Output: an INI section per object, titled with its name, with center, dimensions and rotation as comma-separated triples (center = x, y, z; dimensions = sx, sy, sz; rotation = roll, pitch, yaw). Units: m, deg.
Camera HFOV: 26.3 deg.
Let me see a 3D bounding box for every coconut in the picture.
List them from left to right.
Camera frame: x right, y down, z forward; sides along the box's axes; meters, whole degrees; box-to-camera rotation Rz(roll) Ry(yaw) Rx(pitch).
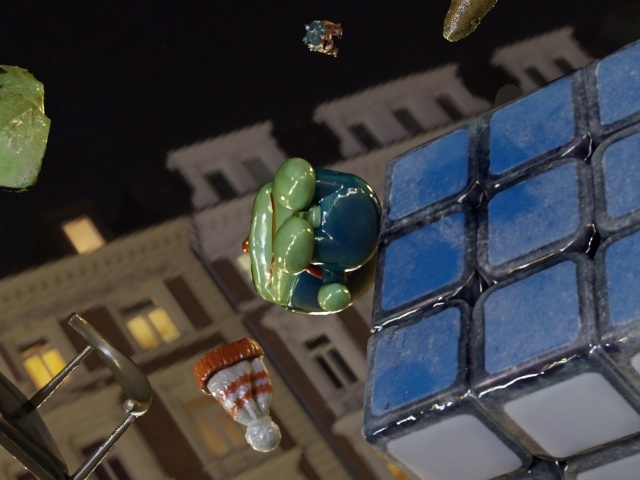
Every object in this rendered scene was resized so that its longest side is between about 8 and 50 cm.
[coconut]
center = -0.270, -0.093, 1.063
dimensions = 0.133, 0.158, 0.055
rotation = -18, -50, -21

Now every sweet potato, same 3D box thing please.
[sweet potato]
center = 0.214, -0.413, 1.889
dimensions = 0.098, 0.310, 0.124
rotation = 13, -41, -11

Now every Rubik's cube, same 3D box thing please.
[Rubik's cube]
center = 0.241, 0.068, 1.072
dimensions = 0.301, 0.305, 0.304
rotation = -24, -50, 30

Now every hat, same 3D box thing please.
[hat]
center = -0.107, 0.232, 2.009
dimensions = 0.112, 0.162, 0.093
rotation = -20, -29, -29

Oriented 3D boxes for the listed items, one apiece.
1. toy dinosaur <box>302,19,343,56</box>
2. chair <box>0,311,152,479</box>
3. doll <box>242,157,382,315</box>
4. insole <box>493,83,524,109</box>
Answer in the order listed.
[toy dinosaur]
center = 0.001, -0.304, 2.045
dimensions = 0.055, 0.154, 0.049
rotation = 8, -73, -10
[chair]
center = -0.329, 0.188, 1.437
dimensions = 0.272, 0.188, 0.166
rotation = -41, -50, -5
[doll]
center = 0.000, -0.001, 1.806
dimensions = 0.186, 0.198, 0.322
rotation = 3, -5, -11
[insole]
center = 0.227, -0.081, 1.719
dimensions = 0.003, 0.080, 0.232
rotation = -6, -74, -35
